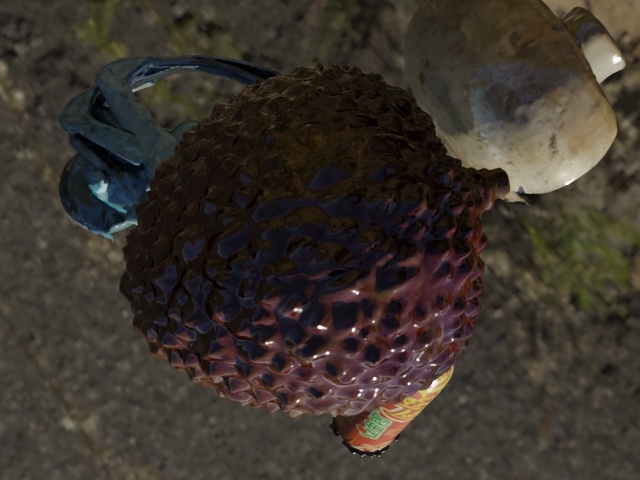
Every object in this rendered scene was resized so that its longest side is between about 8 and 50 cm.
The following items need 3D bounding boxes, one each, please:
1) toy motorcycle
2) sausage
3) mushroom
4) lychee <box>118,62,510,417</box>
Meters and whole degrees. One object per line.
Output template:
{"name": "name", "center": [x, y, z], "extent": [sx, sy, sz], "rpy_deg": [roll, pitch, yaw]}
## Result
{"name": "toy motorcycle", "center": [-0.127, -0.085, 1.686], "extent": [0.260, 0.206, 0.154], "rpy_deg": [11, 169, 6]}
{"name": "sausage", "center": [0.077, 0.146, 1.712], "extent": [0.083, 0.083, 0.264], "rpy_deg": [-15, 162, -20]}
{"name": "mushroom", "center": [0.182, -0.174, 1.635], "extent": [0.195, 0.253, 0.189], "rpy_deg": [-37, 124, -1]}
{"name": "lychee", "center": [0.000, 0.000, 1.256], "extent": [0.304, 0.275, 0.275], "rpy_deg": [-22, 135, -10]}
